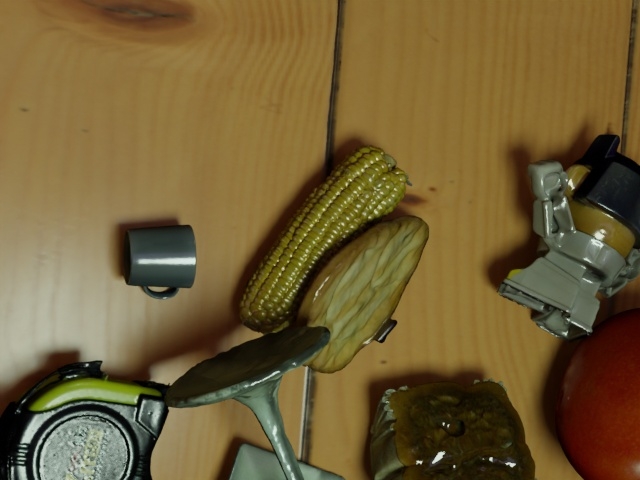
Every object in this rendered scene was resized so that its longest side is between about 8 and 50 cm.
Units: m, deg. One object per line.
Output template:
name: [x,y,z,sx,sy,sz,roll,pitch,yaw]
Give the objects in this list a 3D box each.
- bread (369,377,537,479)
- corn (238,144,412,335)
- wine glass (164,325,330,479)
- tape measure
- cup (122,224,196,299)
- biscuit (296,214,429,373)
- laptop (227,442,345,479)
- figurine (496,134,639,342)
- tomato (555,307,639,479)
bread: [0.175,0.283,1.284,0.210,0.109,0.192,1,56,-24]
corn: [0.000,0.000,1.246,0.101,0.101,0.291,43,79,-20]
wine glass: [-0.010,0.318,1.121,0.267,0.267,0.406,-23,98,-22]
tape measure: [-0.280,0.234,1.115,0.186,0.112,0.199,17,79,-31]
cup: [-0.196,0.029,1.171,0.077,0.078,0.100,-1,123,-19]
biscuit: [0.055,0.063,1.256,0.260,0.041,0.203,-45,142,-23]
laptop: [-0.071,0.409,1.231,0.188,0.015,0.269,28,71,-33]
figurine: [0.383,-0.007,1.390,0.308,0.143,0.308,-31,134,-38]
tomato: [0.453,0.238,1.373,0.298,0.226,0.298,10,90,-68]
